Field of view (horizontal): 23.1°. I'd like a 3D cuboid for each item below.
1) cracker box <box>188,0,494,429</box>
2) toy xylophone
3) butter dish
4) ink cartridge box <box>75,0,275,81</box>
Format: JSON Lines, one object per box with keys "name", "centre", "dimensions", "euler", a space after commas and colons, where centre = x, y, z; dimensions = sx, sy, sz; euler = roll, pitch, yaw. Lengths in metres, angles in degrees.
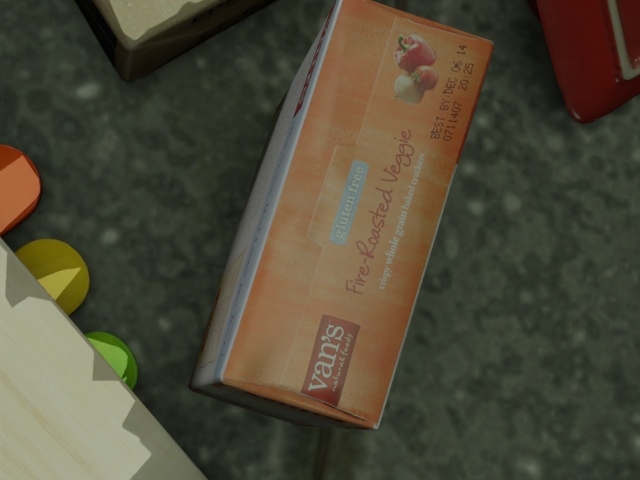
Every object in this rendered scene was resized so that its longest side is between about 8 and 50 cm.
{"name": "cracker box", "centre": [0.000, 0.000, 0.684], "dimensions": [0.067, 0.232, 0.156], "euler": [18, 82, -5]}
{"name": "toy xylophone", "centre": [-0.203, 0.067, 0.727], "dimensions": [0.236, 0.081, 0.323], "euler": [-32, 89, -8]}
{"name": "butter dish", "centre": [0.149, -0.168, 0.785], "dimensions": [0.160, 0.160, 0.118], "euler": [-35, 45, -11]}
{"name": "ink cartridge box", "centre": [-0.044, -0.221, 0.777], "dimensions": [0.234, 0.088, 0.193], "euler": [-31, 90, -9]}
